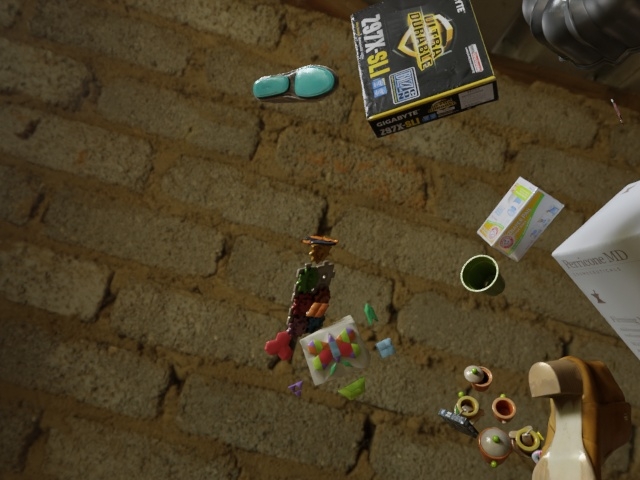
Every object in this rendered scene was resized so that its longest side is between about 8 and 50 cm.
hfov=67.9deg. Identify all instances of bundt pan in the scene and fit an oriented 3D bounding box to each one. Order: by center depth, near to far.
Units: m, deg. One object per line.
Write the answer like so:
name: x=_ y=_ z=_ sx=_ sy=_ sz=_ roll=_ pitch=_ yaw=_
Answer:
bundt pan: x=0.450 y=-0.453 z=0.753 sx=0.124 sy=0.331 sz=0.331 roll=9 pitch=-11 yaw=-20

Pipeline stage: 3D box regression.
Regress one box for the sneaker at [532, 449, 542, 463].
sneaker: x=0.590 y=0.541 z=1.192 sx=0.119 sy=0.047 sz=0.057 roll=0 pitch=2 yaw=8

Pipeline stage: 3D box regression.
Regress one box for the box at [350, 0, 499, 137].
box: x=0.210 y=-0.399 z=1.017 sx=0.257 sy=0.322 sz=0.079 roll=-15 pitch=-28 yaw=20

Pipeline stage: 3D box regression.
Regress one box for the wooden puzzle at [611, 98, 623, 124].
wooden puzzle: x=0.856 y=-0.370 z=1.368 sx=0.006 sy=0.083 sz=0.049 roll=-24 pitch=-8 yaw=34

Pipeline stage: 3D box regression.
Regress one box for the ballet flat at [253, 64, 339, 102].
ballet flat: x=-0.061 y=-0.472 z=1.463 sx=0.315 sy=0.108 sz=0.106 roll=10 pitch=4 yaw=32

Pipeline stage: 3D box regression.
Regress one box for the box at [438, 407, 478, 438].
box: x=0.350 y=0.464 z=1.206 sx=0.067 sy=0.018 sz=0.083 roll=49 pitch=-23 yaw=-21

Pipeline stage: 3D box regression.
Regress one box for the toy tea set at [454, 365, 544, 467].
toy tea set: x=0.543 y=0.548 z=1.516 sx=0.200 sy=0.336 sz=0.124 roll=-23 pitch=-46 yaw=-8

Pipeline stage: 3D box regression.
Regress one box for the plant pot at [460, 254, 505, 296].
plant pot: x=0.361 y=0.084 z=1.030 sx=0.083 sy=0.083 sz=0.079 roll=1 pitch=-22 yaw=47

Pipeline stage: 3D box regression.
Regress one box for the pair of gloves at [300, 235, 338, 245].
pair of gloves: x=0.000 y=0.000 z=1.010 sx=0.074 sy=0.010 sz=0.083 roll=7 pitch=8 yaw=7

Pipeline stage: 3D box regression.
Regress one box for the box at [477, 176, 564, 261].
box: x=0.565 y=-0.059 z=1.358 sx=0.103 sy=0.203 sz=0.114 roll=28 pitch=19 yaw=-16

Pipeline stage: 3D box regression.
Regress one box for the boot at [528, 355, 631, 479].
boot: x=0.438 y=0.337 z=0.763 sx=0.211 sy=0.295 sz=0.104 roll=13 pitch=-24 yaw=-31

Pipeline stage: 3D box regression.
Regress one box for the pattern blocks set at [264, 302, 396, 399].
pattern blocks set: x=0.039 y=0.312 z=1.348 sx=0.285 sy=0.324 sz=0.026 roll=56 pitch=-13 yaw=5

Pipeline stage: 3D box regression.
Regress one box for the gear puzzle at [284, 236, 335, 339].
gear puzzle: x=-0.011 y=0.150 z=1.472 sx=0.044 sy=0.339 sz=0.175 roll=26 pitch=21 yaw=40

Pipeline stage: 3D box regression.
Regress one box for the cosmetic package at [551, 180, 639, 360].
cosmetic package: x=0.861 y=0.065 z=1.110 sx=0.394 sy=0.327 sz=0.329 roll=51 pitch=-10 yaw=4
